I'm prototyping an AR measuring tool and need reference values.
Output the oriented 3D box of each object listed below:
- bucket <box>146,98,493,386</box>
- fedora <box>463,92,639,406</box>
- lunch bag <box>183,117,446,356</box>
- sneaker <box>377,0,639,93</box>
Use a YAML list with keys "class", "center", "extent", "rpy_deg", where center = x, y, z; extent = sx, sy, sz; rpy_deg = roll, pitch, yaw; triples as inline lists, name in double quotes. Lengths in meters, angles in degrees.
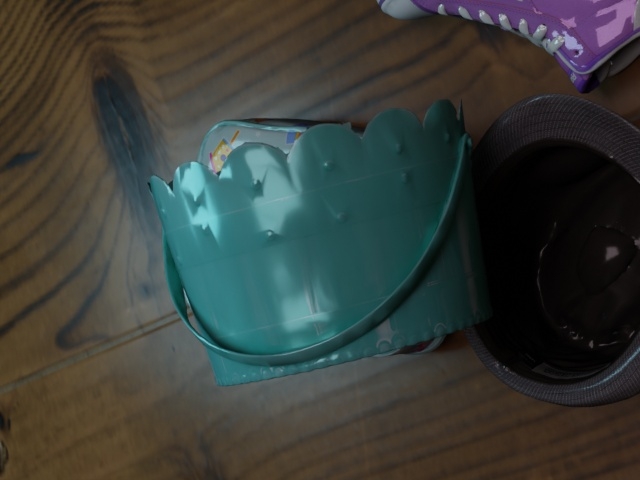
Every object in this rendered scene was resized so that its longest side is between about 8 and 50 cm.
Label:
- class: "bucket"
  center: [0.006, 0.004, 1.338]
  extent: [0.281, 0.281, 0.183]
  rpy_deg: [-15, 89, 33]
- class: "fedora"
  center: [0.234, 0.006, 1.381]
  extent: [0.243, 0.124, 0.275]
  rpy_deg: [30, 118, 32]
- class: "lunch bag"
  center: [0.000, 0.000, 1.553]
  extent: [0.279, 0.108, 0.224]
  rpy_deg: [10, 98, 34]
- class: "sneaker"
  center: [0.178, -0.200, 1.432]
  extent: [0.282, 0.102, 0.161]
  rpy_deg: [-11, 88, 34]
